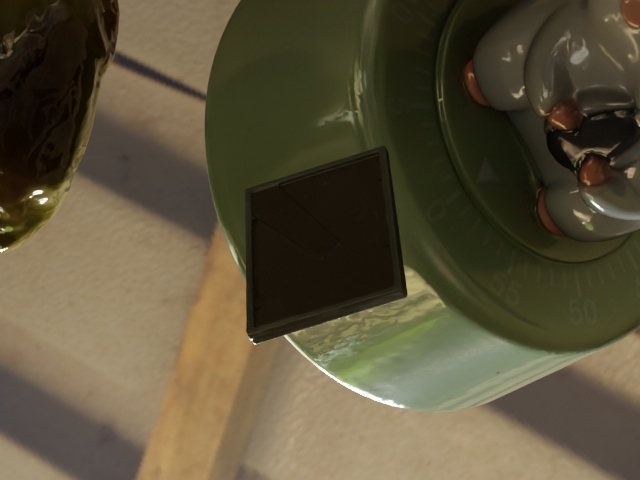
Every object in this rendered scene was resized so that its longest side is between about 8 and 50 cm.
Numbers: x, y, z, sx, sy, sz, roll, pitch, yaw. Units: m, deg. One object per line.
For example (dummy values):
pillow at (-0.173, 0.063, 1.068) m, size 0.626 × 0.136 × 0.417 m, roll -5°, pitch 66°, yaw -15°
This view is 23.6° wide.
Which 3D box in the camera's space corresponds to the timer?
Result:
timer at (0.138, -0.071, 0.797) m, size 0.315 × 0.291 × 0.291 m, roll -18°, pitch -85°, yaw 52°

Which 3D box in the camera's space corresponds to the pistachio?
pistachio at (-0.170, -0.084, 0.799) m, size 0.110 × 0.100 × 0.189 m, roll 17°, pitch -82°, yaw -19°

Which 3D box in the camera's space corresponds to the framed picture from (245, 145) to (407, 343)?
framed picture at (0.000, 0.000, 0.622) m, size 0.066 × 0.089 × 0.007 m, roll -18°, pitch -49°, yaw 11°
